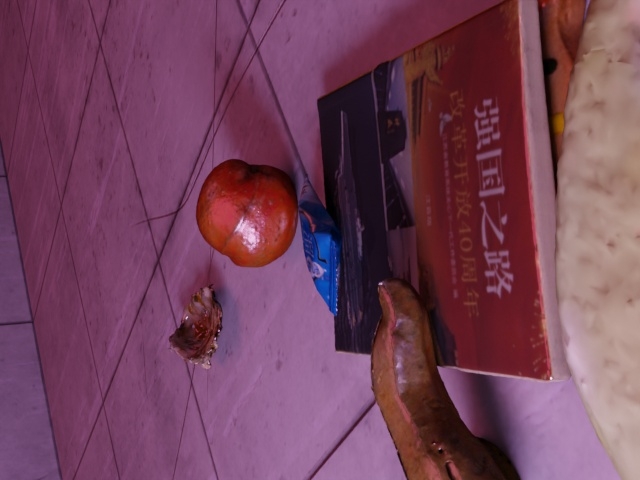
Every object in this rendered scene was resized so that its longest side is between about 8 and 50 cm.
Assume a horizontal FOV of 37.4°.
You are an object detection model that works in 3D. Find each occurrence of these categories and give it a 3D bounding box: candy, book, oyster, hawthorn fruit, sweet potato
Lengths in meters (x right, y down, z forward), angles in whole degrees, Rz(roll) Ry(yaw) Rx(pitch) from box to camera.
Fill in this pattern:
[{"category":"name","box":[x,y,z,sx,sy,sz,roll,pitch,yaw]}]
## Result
[{"category":"candy","box":[0.000,0.000,0.930,0.136,0.038,0.088,-110,12,-53]},{"category":"book","box":[0.081,-0.027,0.799,0.374,0.028,0.263,171,95,-69]},{"category":"oyster","box":[-0.166,0.123,1.300,0.177,0.056,0.106,-32,53,59]},{"category":"hawthorn fruit","box":[-0.082,-0.033,1.056,0.128,0.128,0.128,11,103,62]},{"category":"sweet potato","box":[0.087,0.142,0.722,0.081,0.062,0.233,-45,60,50]}]

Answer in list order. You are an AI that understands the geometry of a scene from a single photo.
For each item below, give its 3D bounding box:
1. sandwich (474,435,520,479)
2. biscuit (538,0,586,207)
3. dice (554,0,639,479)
[{"category":"sandwich","box":[0.140,0.224,0.746,0.067,0.029,0.135,-20,73,60]},{"category":"biscuit","box":[0.170,-0.059,0.655,0.165,0.036,0.250,-57,44,50]},{"category":"dice","box":[0.242,-0.015,0.287,0.254,0.251,0.250,16,108,62]}]
